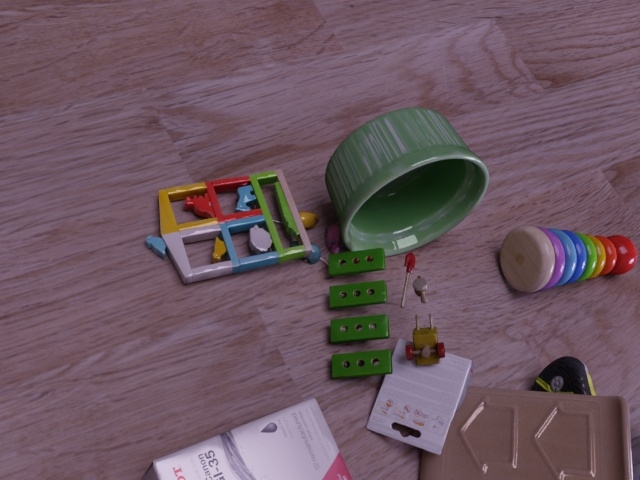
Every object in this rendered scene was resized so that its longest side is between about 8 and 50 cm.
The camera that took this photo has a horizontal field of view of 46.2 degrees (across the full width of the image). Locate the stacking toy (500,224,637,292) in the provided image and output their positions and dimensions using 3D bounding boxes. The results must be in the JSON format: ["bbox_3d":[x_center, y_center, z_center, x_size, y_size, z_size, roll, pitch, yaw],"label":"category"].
[{"bbox_3d":[0.554,0.032,1.628,0.330,0.141,0.141,-2,62,-30],"label":"stacking toy"}]

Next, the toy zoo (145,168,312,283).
[{"bbox_3d":[-0.182,-0.027,1.408,0.293,0.030,0.192,-11,63,-20],"label":"toy zoo"}]

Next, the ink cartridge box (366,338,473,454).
[{"bbox_3d":[0.181,0.281,1.352,0.145,0.045,0.179,15,70,23],"label":"ink cartridge box"}]

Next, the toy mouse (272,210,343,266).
[{"bbox_3d":[0.000,0.000,1.479,0.160,0.031,0.143,-12,66,-27],"label":"toy mouse"}]

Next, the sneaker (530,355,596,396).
[{"bbox_3d":[0.490,0.408,1.390,0.147,0.145,0.385,16,60,-34],"label":"sneaker"}]

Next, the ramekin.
[{"bbox_3d":[0.156,-0.114,1.452,0.303,0.303,0.148,-9,57,-25],"label":"ramekin"}]

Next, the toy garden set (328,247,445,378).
[{"bbox_3d":[0.121,0.133,1.391,0.203,0.049,0.244,-7,62,12],"label":"toy garden set"}]

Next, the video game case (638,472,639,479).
[{"bbox_3d":[0.642,0.442,1.352,0.244,0.061,0.270,48,56,-37],"label":"video game case"}]

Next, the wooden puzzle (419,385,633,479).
[{"bbox_3d":[0.341,0.413,1.271,0.347,0.080,0.322,-2,54,20],"label":"wooden puzzle"}]

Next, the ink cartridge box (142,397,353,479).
[{"bbox_3d":[-0.103,0.396,1.157,0.282,0.117,0.207,-16,68,-28],"label":"ink cartridge box"}]
